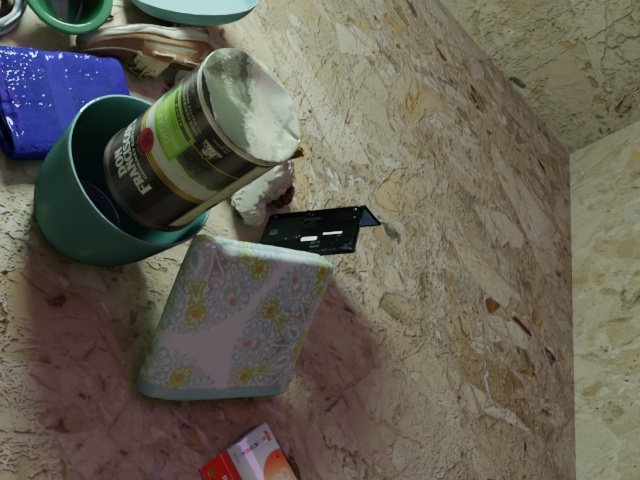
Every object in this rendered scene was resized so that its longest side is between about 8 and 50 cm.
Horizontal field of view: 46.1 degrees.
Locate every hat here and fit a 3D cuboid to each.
[{"bbox_3d":[-0.543,-0.500,1.596,0.208,0.183,0.173,35,74,-27],"label":"hat"}]

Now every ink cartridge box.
[{"bbox_3d":[-0.139,0.468,1.502,0.179,0.045,0.145,-27,89,-55],"label":"ink cartridge box"}]

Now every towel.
[{"bbox_3d":[-0.157,0.158,1.486,0.374,0.090,0.320,10,104,-48],"label":"towel"},{"bbox_3d":[-0.514,-0.266,1.500,0.308,0.076,0.227,-10,83,-52],"label":"towel"}]

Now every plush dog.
[{"bbox_3d":[-0.129,-0.188,1.814,0.225,0.211,0.262,-51,120,-80],"label":"plush dog"}]

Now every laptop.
[{"bbox_3d":[0.000,0.000,1.746,0.264,0.234,0.136,-74,152,-50],"label":"laptop"}]

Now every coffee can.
[{"bbox_3d":[-0.198,-0.158,1.239,0.201,0.275,0.201,27,49,-37],"label":"coffee can"}]

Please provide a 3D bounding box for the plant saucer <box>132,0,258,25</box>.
[{"bbox_3d":[-0.310,-0.581,1.811,0.318,0.043,0.317,6,34,-4],"label":"plant saucer"}]

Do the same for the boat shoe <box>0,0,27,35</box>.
[{"bbox_3d":[-0.638,-0.453,1.437,0.118,0.103,0.320,44,40,-22],"label":"boat shoe"}]

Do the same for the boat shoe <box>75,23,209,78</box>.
[{"bbox_3d":[-0.388,-0.424,1.696,0.324,0.123,0.116,-11,106,-39],"label":"boat shoe"}]

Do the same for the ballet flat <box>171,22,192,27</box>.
[{"bbox_3d":[-0.338,-0.575,1.901,0.067,0.073,0.206,29,39,2],"label":"ballet flat"}]

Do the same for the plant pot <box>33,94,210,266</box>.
[{"bbox_3d":[-0.388,-0.085,1.393,0.293,0.235,0.293,26,51,-37],"label":"plant pot"}]

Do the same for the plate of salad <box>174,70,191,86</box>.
[{"bbox_3d":[-0.269,-0.349,1.843,0.200,0.048,0.200,27,50,-38],"label":"plate of salad"}]
